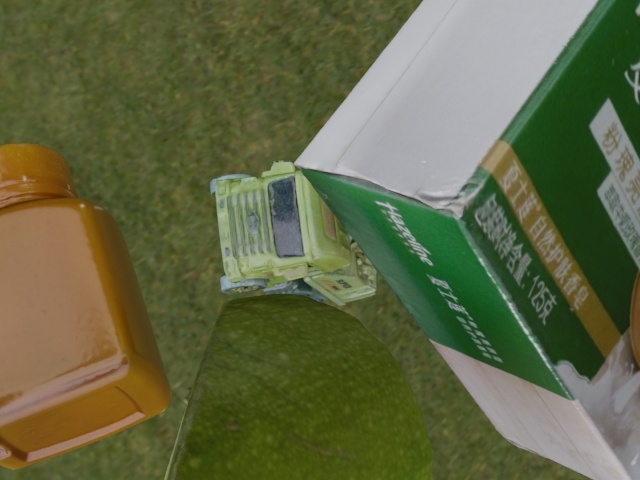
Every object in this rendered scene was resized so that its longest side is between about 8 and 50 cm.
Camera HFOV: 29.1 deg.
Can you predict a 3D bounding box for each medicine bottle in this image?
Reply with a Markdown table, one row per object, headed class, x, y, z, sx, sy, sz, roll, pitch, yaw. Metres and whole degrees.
| class | x | y | z | sx | sy | sz | roll | pitch | yaw |
| --- | --- | --- | --- | --- | --- | --- | --- | --- | --- |
| medicine bottle | -0.216 | 0.043 | 0.938 | 0.149 | 0.112 | 0.222 | -21 | 62 | 0 |

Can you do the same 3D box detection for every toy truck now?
| class | x | y | z | sx | sy | sz | roll | pitch | yaw |
| --- | --- | --- | --- | --- | --- | --- | --- | --- | --- |
| toy truck | 0.000 | 0.000 | 0.925 | 0.116 | 0.191 | 0.085 | -11 | 76 | 16 |

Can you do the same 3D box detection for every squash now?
| class | x | y | z | sx | sy | sz | roll | pitch | yaw |
| --- | --- | --- | --- | --- | --- | --- | --- | --- | --- |
| squash | -0.062 | 0.093 | 0.605 | 0.169 | 0.252 | 0.093 | 28 | 112 | 28 |

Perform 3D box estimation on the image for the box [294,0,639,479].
| class | x | y | z | sx | sy | sz | roll | pitch | yaw |
| --- | --- | --- | --- | --- | --- | --- | --- | --- | --- |
| box | 0.097 | -0.010 | 0.463 | 0.081 | 0.135 | 0.199 | 23 | 159 | 43 |
